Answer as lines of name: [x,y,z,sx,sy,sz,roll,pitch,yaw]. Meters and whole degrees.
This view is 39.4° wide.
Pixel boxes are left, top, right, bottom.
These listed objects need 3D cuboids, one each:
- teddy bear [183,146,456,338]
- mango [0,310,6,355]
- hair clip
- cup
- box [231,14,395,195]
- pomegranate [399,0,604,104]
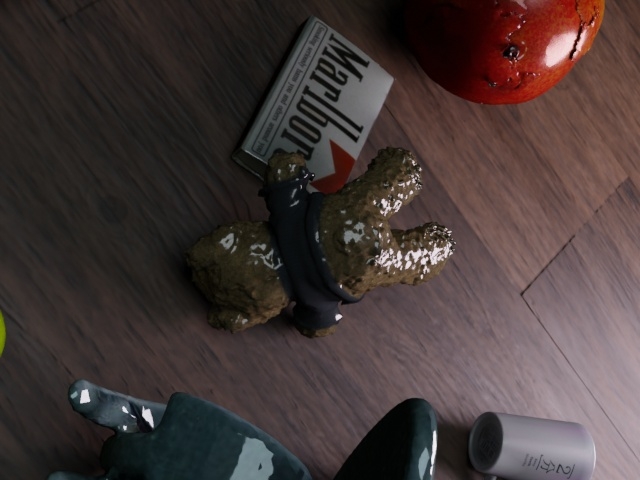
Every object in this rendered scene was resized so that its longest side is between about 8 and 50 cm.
teddy bear: [0.008,0.001,0.796,0.251,0.129,0.181,-21,101,-14]
mango: [-0.353,0.043,0.591,0.293,0.175,0.143,22,107,-35]
hair clip: [-0.075,0.268,0.621,0.239,0.392,0.318,10,73,4]
cup: [0.211,0.229,0.912,0.116,0.074,0.104,14,99,-22]
box: [-0.003,-0.126,0.894,0.115,0.036,0.177,33,63,-20]
pomegranate: [0.194,-0.253,0.937,0.210,0.210,0.235,41,62,-14]
